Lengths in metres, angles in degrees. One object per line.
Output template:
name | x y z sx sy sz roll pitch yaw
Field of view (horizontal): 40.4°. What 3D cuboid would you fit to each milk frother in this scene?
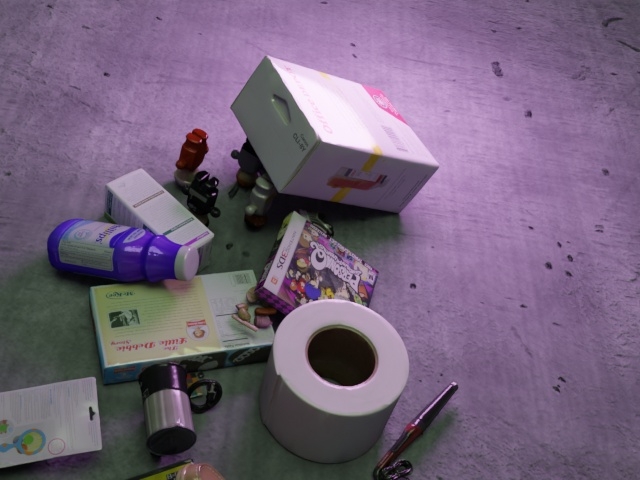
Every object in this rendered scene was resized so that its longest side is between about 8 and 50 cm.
milk frother | -0.230 0.293 1.480 0.143 0.129 0.134 -6 47 -12

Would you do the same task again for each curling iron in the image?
curling iron | 0.183 0.358 1.600 0.068 0.035 0.274 35 49 11

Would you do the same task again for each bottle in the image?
bottle | -0.373 0.024 1.658 0.283 0.092 0.118 9 27 17

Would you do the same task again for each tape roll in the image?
tape roll | 0.021 0.251 1.560 0.246 0.169 0.246 7 48 -8

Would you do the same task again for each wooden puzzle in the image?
wooden puzzle | -0.244 0.267 1.583 0.083 0.006 0.049 -10 52 -23

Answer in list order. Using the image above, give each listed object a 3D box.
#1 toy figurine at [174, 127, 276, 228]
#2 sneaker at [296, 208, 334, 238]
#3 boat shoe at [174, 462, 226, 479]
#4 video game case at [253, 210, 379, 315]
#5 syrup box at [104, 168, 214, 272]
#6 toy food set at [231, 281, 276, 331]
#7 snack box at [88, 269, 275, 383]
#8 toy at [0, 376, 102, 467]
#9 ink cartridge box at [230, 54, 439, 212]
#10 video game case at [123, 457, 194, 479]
toy figurine | -0.203 -0.122 1.864 0.210 0.148 0.213 0 46 -23
sneaker | 0.000 0.000 1.856 0.075 0.063 0.170 -4 50 -21
boat shoe | -0.082 0.459 1.309 0.341 0.110 0.121 50 14 1
video game case | -0.002 0.083 1.729 0.232 0.042 0.210 36 47 -17
syrup box | -0.330 -0.031 1.772 0.237 0.093 0.096 42 51 21
toy food set | -0.119 0.132 1.653 0.078 0.019 0.122 30 37 10
snack box | -0.260 0.157 1.642 0.322 0.060 0.187 -5 49 -20
toy | -0.487 0.314 1.441 0.237 0.056 0.136 -6 54 -14
ink cartridge box | 0.031 -0.226 1.909 0.385 0.160 0.279 7 42 -45
video game case | -0.291 0.487 1.318 0.275 0.035 0.248 -16 54 -13
